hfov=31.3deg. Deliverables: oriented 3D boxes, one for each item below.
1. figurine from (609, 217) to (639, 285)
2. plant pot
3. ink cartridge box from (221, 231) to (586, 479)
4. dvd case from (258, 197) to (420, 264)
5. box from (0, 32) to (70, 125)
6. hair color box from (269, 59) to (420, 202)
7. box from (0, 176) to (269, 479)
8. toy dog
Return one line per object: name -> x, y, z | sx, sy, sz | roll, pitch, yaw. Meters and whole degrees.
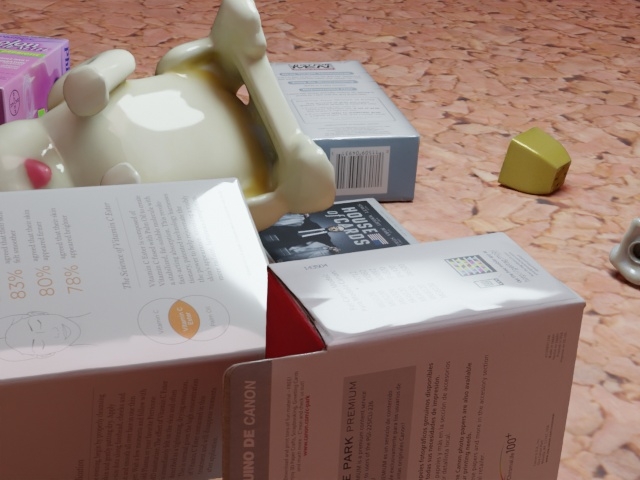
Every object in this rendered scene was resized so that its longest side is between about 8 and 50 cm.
figurine -> 0.526, 0.022, 1.510 | 0.209, 0.092, 0.215 | -11, 27, -43
plant pot -> 0.339, -0.116, 1.774 | 0.083, 0.081, 0.081 | 33, 37, 26
ink cartridge box -> 0.037, 0.170, 0.877 | 0.272, 0.309, 0.130 | -7, 27, -20
dvd case -> 0.000, 0.000, 1.550 | 0.239, 0.029, 0.179 | -8, 28, -20
box -> -0.446, -0.156, 1.615 | 0.117, 0.213, 0.243 | 6, 25, 7
hair color box -> 0.014, -0.182, 1.834 | 0.185, 0.113, 0.374 | -3, 27, -13
box -> -0.218, 0.085, 0.955 | 0.345, 0.168, 0.215 | -4, 44, -19
toy dog -> -0.255, -0.090, 1.390 | 0.408, 0.284, 0.395 | -22, 3, -23
